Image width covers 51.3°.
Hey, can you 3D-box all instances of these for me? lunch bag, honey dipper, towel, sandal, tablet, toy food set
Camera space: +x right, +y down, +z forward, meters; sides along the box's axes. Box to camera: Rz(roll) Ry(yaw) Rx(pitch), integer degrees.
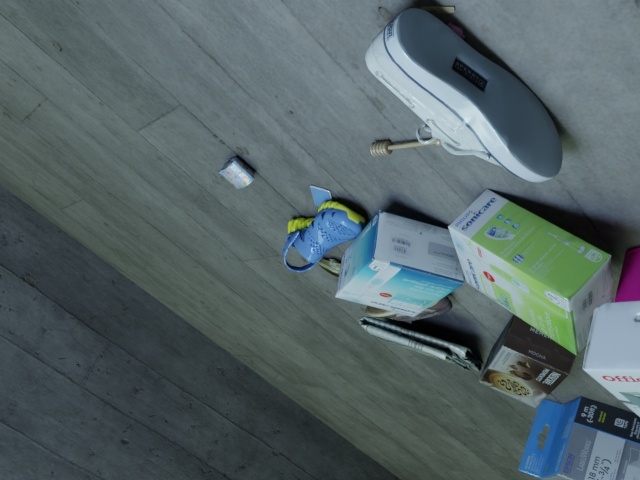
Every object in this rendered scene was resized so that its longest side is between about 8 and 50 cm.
[{"bbox_3d":[-0.205,-0.170,1.663,0.071,0.053,0.083,41,161,-20],"label":"lunch bag"},{"bbox_3d":[0.168,-0.184,1.292,0.161,0.030,0.030,1,143,41],"label":"honey dipper"},{"bbox_3d":[0.299,0.313,1.935,0.324,0.056,0.312,14,167,26],"label":"towel"},{"bbox_3d":[0.000,0.000,1.663,0.126,0.138,0.317,31,153,-17],"label":"sandal"},{"bbox_3d":[0.006,-0.103,1.626,0.054,0.006,0.083,18,153,21],"label":"tablet"},{"bbox_3d":[0.192,-0.311,1.047,0.078,0.019,0.122,12,150,31],"label":"toy food set"}]

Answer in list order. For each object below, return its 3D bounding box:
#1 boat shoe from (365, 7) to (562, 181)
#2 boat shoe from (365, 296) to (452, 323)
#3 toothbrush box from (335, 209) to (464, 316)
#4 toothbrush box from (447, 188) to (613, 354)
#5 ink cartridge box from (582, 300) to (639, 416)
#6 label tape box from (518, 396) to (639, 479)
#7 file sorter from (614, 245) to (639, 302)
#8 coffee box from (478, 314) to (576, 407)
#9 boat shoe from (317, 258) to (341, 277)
[{"bbox_3d":[0.217,-0.205,1.071,0.367,0.136,0.156,32,157,-19],"label":"boat shoe"},{"bbox_3d":[0.235,0.180,1.802,0.092,0.103,0.285,44,145,-19],"label":"boat shoe"},{"bbox_3d":[0.181,0.064,1.560,0.216,0.126,0.295,15,157,-10],"label":"toothbrush box"},{"bbox_3d":[0.405,0.058,1.284,0.283,0.122,0.206,39,166,40],"label":"toothbrush box"},{"bbox_3d":[0.582,0.214,1.030,0.289,0.121,0.211,37,152,-24],"label":"ink cartridge box"},{"bbox_3d":[0.745,0.576,1.844,0.334,0.240,0.106,14,151,28],"label":"label tape box"},{"bbox_3d":[0.675,0.107,1.121,0.182,0.202,0.291,31,154,-12],"label":"file sorter"},{"bbox_3d":[0.532,0.306,1.710,0.168,0.119,0.297,24,154,13],"label":"coffee box"},{"bbox_3d":[0.062,0.078,1.864,0.153,0.048,0.056,19,165,33],"label":"boat shoe"}]
